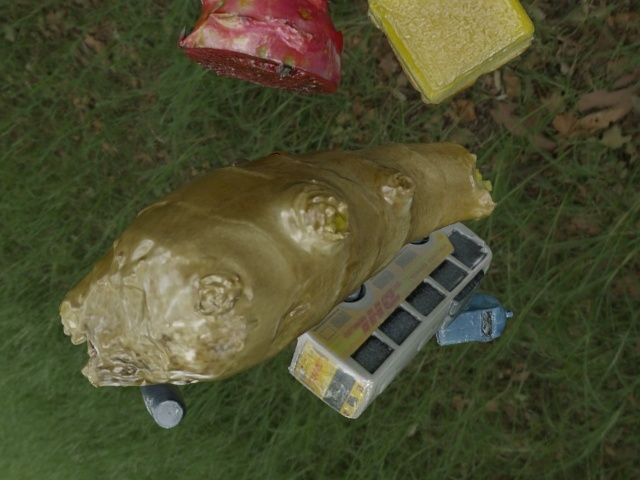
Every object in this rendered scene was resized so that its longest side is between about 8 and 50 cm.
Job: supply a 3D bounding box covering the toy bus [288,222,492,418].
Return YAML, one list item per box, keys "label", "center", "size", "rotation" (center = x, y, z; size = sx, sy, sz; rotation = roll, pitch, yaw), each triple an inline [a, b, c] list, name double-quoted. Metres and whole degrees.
- label: "toy bus"
  center: [0.102, 0.076, 0.765]
  size: [0.138, 0.343, 0.097]
  rotation: [35, 134, 22]

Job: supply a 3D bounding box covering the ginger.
- label: "ginger"
  center: [-0.014, 0.013, 0.478]
  size: [0.236, 0.376, 0.166]
  rotation: [-40, 67, 35]

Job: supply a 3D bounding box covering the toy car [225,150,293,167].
- label: "toy car"
  center: [-0.123, -0.034, 1.283]
  size: [0.271, 0.240, 0.340]
  rotation: [45, 158, 36]

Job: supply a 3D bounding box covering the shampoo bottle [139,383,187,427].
- label: "shampoo bottle"
  center: [-0.263, 0.251, 0.965]
  size: [0.087, 0.049, 0.234]
  rotation: [49, 166, -16]

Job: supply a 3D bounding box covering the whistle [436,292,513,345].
- label: "whistle"
  center: [0.252, 0.131, 0.978]
  size: [0.158, 0.090, 0.090]
  rotation: [-5, 139, -15]

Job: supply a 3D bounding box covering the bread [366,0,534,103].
- label: "bread"
  center: [0.328, -0.564, 1.492]
  size: [0.324, 0.143, 0.333]
  rotation: [-31, 86, 5]

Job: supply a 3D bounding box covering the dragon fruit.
- label: "dragon fruit"
  center: [-0.116, -0.477, 1.335]
  size: [0.386, 0.248, 0.371]
  rotation: [11, -176, -28]
